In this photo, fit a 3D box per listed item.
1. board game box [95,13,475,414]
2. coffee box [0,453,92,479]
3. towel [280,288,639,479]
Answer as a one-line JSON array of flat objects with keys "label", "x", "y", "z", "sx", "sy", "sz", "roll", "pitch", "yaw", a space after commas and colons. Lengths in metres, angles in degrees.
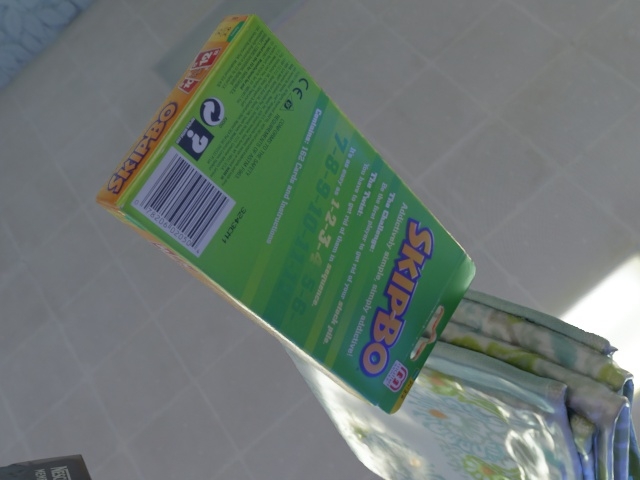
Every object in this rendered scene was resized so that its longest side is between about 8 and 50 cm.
[{"label": "board game box", "x": 0.000, "y": 0.000, "z": 0.509, "sx": 0.039, "sy": 0.259, "sz": 0.124, "roll": 16, "pitch": -111, "yaw": 50}, {"label": "coffee box", "x": -0.239, "y": 0.328, "z": 0.727, "sx": 0.141, "sy": 0.098, "sz": 0.246, "roll": -173, "pitch": -100, "yaw": -67}, {"label": "towel", "x": 0.116, "y": 0.162, "z": 0.775, "sx": 0.375, "sy": 0.320, "sz": 0.090, "roll": 19, "pitch": -125, "yaw": 42}]
